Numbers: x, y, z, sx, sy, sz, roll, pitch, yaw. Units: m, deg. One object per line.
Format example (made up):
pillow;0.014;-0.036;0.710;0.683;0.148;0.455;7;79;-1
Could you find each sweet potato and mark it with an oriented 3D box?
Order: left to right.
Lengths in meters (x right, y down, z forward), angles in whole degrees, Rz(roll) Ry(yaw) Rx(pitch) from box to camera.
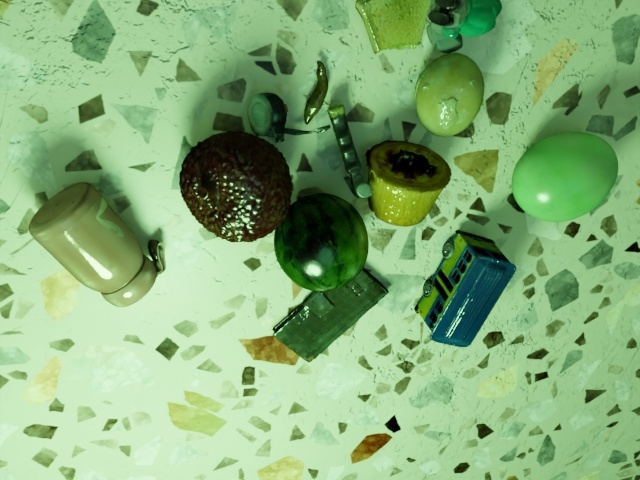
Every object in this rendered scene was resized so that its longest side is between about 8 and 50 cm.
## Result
sweet potato;-0.007;-0.341;1.511;0.041;0.038;0.153;-5;121;-38

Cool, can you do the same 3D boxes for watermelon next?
watermelon;0.002;0.005;1.594;0.242;0.242;0.242;-6;121;-10

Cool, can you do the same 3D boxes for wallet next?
wallet;0.028;0.203;1.828;0.317;0.044;0.169;-42;119;11

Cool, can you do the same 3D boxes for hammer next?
hammer;0.067;-0.214;1.561;0.041;0.159;0.226;-19;103;-4

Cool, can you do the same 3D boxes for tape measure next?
tape measure;-0.074;-0.292;1.505;0.180;0.104;0.107;-10;111;-27

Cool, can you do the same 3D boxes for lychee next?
lychee;-0.187;-0.126;1.476;0.260;0.260;0.260;-6;121;-10

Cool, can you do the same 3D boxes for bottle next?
bottle;-0.503;0.012;1.520;0.206;0.173;0.297;-50;124;-24

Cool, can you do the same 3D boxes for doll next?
doll;0.304;-0.520;1.406;0.195;0.153;0.258;-57;159;5

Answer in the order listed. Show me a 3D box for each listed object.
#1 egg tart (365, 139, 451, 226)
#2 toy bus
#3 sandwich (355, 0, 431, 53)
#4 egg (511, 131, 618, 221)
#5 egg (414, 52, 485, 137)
egg tart;0.203;-0.139;1.590;0.215;0.215;0.171;0;130;-14
toy bus;0.394;0.135;1.803;0.138;0.175;0.288;14;115;-22
sandwich;0.194;-0.504;1.456;0.193;0.058;0.162;-28;124;1
egg;0.625;-0.164;1.660;0.269;0.220;0.220;-21;122;0
egg;0.300;-0.339;1.519;0.164;0.164;0.201;-4;130;-12
